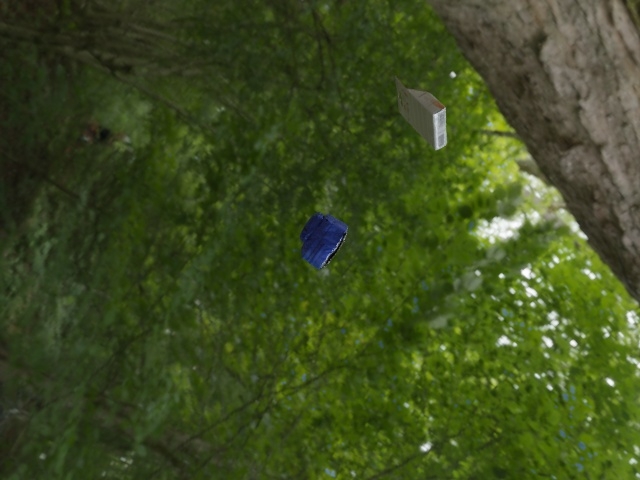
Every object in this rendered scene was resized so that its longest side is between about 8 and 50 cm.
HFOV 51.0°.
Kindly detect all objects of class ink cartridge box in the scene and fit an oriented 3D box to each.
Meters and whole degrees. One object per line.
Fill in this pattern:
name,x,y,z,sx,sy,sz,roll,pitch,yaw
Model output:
ink cartridge box,0.267,-0.344,1.778,0.045,0.145,0.179,-29,-123,-6

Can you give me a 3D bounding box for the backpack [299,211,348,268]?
backpack,0.000,0.000,1.601,0.120,0.101,0.098,-60,176,12
